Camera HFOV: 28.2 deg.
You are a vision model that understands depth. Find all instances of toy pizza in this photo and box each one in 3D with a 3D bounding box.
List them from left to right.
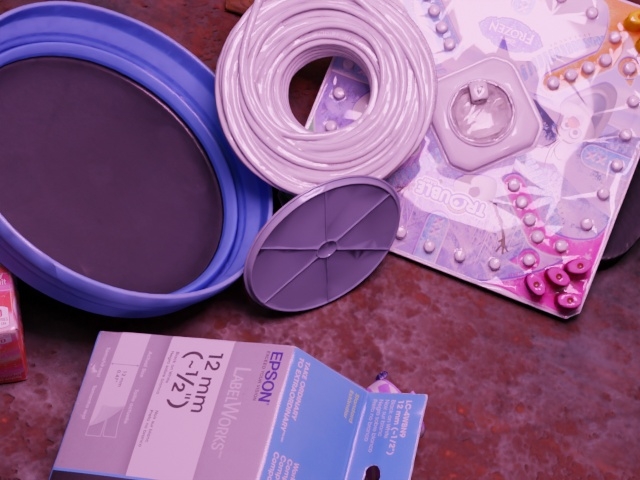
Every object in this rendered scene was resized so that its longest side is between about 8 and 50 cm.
[{"bbox_3d":[0.000,0.000,1.434,0.201,0.201,0.032,-23,52,-18],"label":"toy pizza"}]

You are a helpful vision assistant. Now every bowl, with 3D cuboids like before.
[{"bbox_3d":[-0.238,-0.090,1.427,0.391,0.077,0.391,21,48,-26],"label":"bowl"}]

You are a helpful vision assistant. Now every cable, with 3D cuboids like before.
[{"bbox_3d":[0.005,-0.174,1.473,0.257,0.089,0.257,30,87,5],"label":"cable"}]

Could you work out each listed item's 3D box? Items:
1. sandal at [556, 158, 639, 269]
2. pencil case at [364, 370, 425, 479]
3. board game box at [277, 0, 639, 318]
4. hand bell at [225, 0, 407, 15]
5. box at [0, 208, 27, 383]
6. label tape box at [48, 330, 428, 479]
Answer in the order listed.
[{"bbox_3d":[0.428,-0.154,1.612,0.167,0.107,0.446,29,64,9],"label":"sandal"},{"bbox_3d":[0.026,0.238,1.373,0.206,0.088,0.086,-42,98,-21],"label":"pencil case"},{"bbox_3d":[0.194,-0.154,1.528,0.390,0.050,0.390,21,85,5],"label":"board game box"},{"bbox_3d":[-0.004,-0.306,1.653,0.242,0.126,0.126,3,62,7],"label":"hand bell"},{"bbox_3d":[-0.475,0.078,1.361,0.300,0.142,0.154,-8,64,-12],"label":"box"},{"bbox_3d":[-0.092,0.230,1.275,0.348,0.115,0.249,1,59,25],"label":"label tape box"}]
